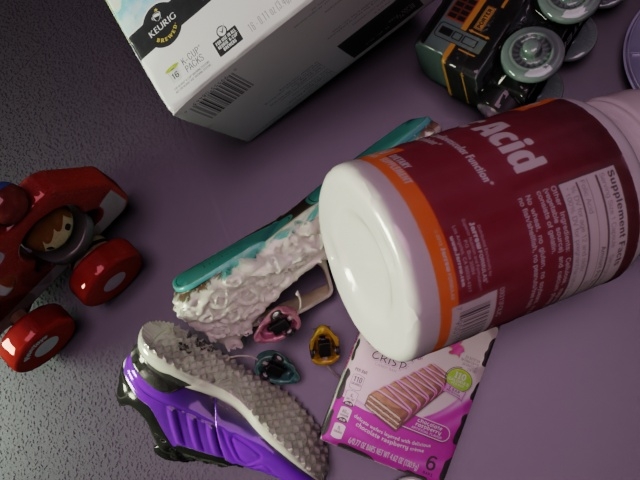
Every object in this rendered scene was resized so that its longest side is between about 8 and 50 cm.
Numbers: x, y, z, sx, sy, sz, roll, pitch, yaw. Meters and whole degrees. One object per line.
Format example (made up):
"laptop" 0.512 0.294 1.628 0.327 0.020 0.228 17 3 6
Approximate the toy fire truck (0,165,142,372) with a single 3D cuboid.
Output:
"toy fire truck" -0.380 0.025 1.022 0.302 0.254 0.169 -45 78 -2

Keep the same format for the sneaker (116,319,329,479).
"sneaker" -0.131 0.236 1.037 0.293 0.102 0.146 36 110 0

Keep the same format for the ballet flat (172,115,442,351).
"ballet flat" 0.000 0.000 1.059 0.409 0.147 0.147 -34 77 3

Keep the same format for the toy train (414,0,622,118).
"toy train" 0.272 -0.312 1.066 0.190 0.142 0.334 31 85 21

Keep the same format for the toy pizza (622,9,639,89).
"toy pizza" 0.499 -0.240 1.071 0.201 0.032 0.201 -2 79 8

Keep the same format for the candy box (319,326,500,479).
"candy box" 0.113 0.162 1.016 0.159 0.071 0.233 21 82 1

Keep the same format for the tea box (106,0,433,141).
"tea box" -0.089 -0.360 1.039 0.329 0.220 0.323 -35 75 16

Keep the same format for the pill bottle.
"pill bottle" 0.217 -0.032 0.924 0.392 0.224 0.224 -19 77 -19

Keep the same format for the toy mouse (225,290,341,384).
"toy mouse" -0.049 0.130 1.032 0.143 0.161 0.031 -11 34 -1

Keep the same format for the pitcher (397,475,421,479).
"pitcher" 0.103 0.400 0.969 0.207 0.125 0.178 -44 56 -13
